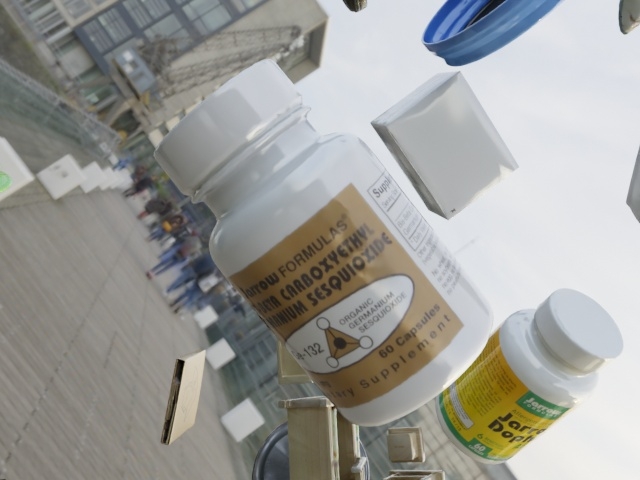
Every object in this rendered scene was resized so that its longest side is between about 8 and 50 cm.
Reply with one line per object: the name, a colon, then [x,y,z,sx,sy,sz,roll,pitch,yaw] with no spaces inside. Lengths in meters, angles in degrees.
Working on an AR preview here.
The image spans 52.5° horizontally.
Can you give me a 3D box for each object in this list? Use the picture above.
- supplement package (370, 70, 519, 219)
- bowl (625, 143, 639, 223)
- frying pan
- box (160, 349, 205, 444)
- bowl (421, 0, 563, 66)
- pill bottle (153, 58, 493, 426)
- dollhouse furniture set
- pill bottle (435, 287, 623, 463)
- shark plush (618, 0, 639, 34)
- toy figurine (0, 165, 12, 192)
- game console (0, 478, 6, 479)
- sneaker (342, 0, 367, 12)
supplement package: [0.280,-0.217,1.474,0.262,0.204,0.145,53,0,-16]
bowl: [0.323,-0.078,0.597,0.053,0.142,0.142,16,-68,28]
frying pan: [-0.083,0.377,1.045,0.053,0.326,0.197,61,27,-56]
box: [-0.275,0.312,1.322,0.021,0.164,0.201,10,-5,3]
bowl: [0.375,-0.493,1.270,0.077,0.391,0.391,44,-4,-19]
pill bottle: [0.000,0.000,0.442,0.229,0.131,0.131,51,-7,-7]
dollhouse furniture set: [0.050,0.184,0.686,0.101,0.160,0.182,19,65,-61]
pill bottle: [0.226,0.149,0.712,0.117,0.117,0.208,52,-46,22]
shark plush: [0.402,-0.355,0.852,0.067,0.073,0.161,109,-26,-66]
toy figurine: [-0.587,-0.177,1.085,0.173,0.130,0.159,-117,-147,-61]
game console: [-0.472,0.544,1.020,0.361,0.044,0.213,31,-42,58]
sneaker: [-0.030,-0.290,0.648,0.170,0.089,0.051,58,4,-13]
